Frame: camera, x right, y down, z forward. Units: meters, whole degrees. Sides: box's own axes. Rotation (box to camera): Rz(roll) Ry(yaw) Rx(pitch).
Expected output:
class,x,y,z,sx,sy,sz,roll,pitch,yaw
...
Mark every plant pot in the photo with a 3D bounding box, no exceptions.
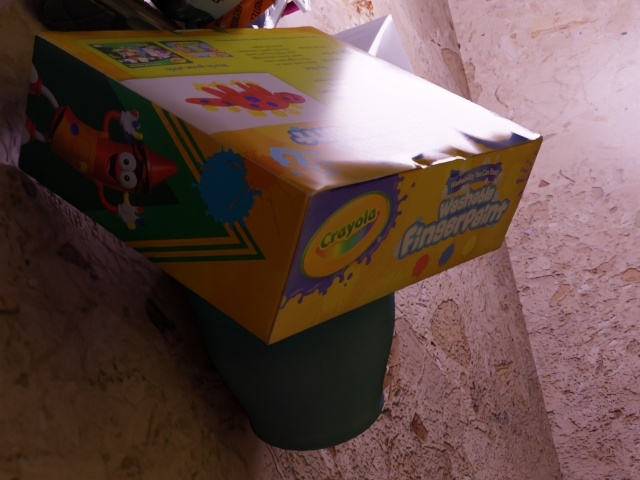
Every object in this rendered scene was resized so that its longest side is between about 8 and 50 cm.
class,x,y,z,sx,sy,sz,roll,pitch,yaw
plant pot,-0.027,0.116,1.210,0.271,0.272,0.255,-59,144,-60

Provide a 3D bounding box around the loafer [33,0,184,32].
class,x,y,z,sx,sy,sz,roll,pitch,yaw
loafer,-0.230,-0.266,1.190,0.302,0.109,0.095,32,41,-53

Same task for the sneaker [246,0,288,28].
class,x,y,z,sx,sy,sz,roll,pitch,yaw
sneaker,-0.133,-0.402,1.502,0.153,0.099,0.282,55,32,-39

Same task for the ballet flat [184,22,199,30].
class,x,y,z,sx,sy,sz,roll,pitch,yaw
ballet flat,-0.093,-0.169,1.367,0.139,0.139,0.400,-8,84,-67

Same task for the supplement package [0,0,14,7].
class,x,y,z,sx,sy,sz,roll,pitch,yaw
supplement package,-0.351,-0.278,0.717,0.198,0.263,0.199,46,35,-46

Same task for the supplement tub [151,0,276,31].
class,x,y,z,sx,sy,sz,roll,pitch,yaw
supplement tub,-0.185,-0.423,1.183,0.338,0.207,0.207,48,31,-19

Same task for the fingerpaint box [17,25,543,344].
class,x,y,z,sx,sy,sz,roll,pitch,yaw
fingerpaint box,-0.030,-0.094,1.043,0.445,0.371,0.163,-18,132,-51

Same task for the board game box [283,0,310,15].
class,x,y,z,sx,sy,sz,roll,pitch,yaw
board game box,-0.143,-0.661,1.722,0.390,0.050,0.389,39,40,-53

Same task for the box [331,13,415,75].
class,x,y,z,sx,sy,sz,roll,pitch,yaw
box,0.024,-0.218,1.581,0.168,0.215,0.345,63,25,-22
